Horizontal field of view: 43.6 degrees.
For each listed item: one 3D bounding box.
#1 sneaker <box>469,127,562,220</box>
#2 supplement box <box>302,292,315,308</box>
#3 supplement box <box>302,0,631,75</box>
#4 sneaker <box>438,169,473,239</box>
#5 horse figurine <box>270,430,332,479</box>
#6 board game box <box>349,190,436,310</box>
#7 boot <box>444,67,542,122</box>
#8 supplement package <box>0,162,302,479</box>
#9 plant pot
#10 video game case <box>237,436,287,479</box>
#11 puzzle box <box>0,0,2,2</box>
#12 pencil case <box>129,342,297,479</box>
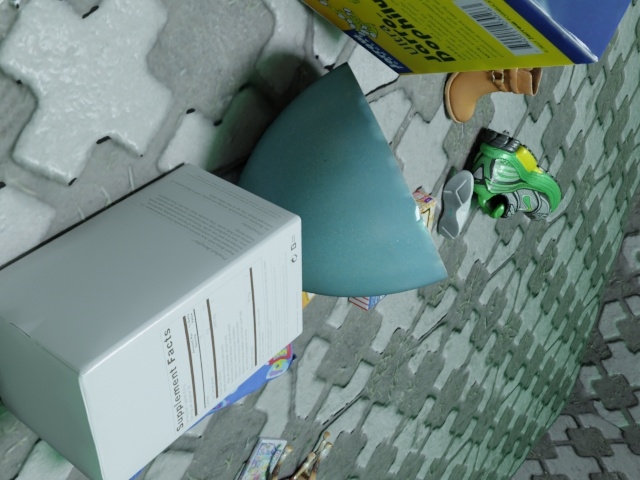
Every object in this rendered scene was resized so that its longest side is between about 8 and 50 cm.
[{"bbox_3d":[0.392,-0.109,1.677,0.343,0.134,0.146,27,96,-52],"label":"sneaker"},{"bbox_3d":[0.000,0.000,1.166,0.233,0.078,0.080,-45,142,-30],"label":"supplement box"},{"bbox_3d":[0.148,-0.309,0.838,0.195,0.356,0.194,31,85,-26],"label":"supplement box"},{"bbox_3d":[0.268,-0.078,1.564,0.061,0.053,0.152,-45,153,-46],"label":"sneaker"},{"bbox_3d":[-0.046,0.443,1.440,0.175,0.066,0.263,-65,159,6],"label":"horse figurine"},{"bbox_3d":[0.129,0.016,1.413,0.193,0.045,0.147,-32,137,-43],"label":"board game box"},{"bbox_3d":[0.293,-0.266,1.345,0.073,0.152,0.197,-39,142,-37],"label":"boot"},{"bbox_3d":[-0.177,0.078,0.843,0.293,0.177,0.175,-36,141,-38],"label":"supplement package"},{"bbox_3d":[0.008,-0.046,0.993,0.195,0.290,0.290,-25,147,6],"label":"plant pot"},{"bbox_3d":[-0.107,0.394,1.368,0.122,0.011,0.087,-63,150,-1],"label":"video game case"},{"bbox_3d":[-0.353,-0.179,0.493,0.409,0.052,0.272,-55,149,-15],"label":"puzzle box"},{"bbox_3d":[-0.167,0.178,0.998,0.306,0.119,0.133,-30,138,-44],"label":"pencil case"}]
